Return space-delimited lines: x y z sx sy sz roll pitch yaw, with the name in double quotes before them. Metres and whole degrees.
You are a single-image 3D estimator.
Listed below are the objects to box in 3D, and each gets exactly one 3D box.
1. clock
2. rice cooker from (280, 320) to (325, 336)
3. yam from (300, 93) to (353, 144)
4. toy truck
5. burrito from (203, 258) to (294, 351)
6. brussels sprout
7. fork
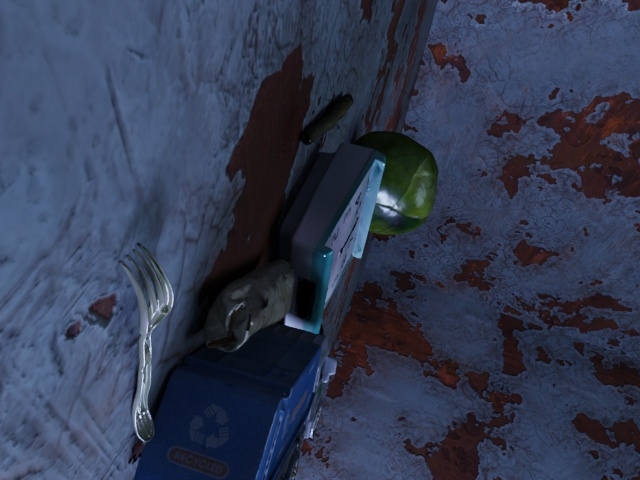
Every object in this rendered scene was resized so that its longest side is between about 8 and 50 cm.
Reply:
"clock" 0.000 0.000 0.874 0.262 0.116 0.231 97 20 -53
"rice cooker" -0.050 0.224 1.048 0.112 0.107 0.165 -23 121 -84
"yam" 0.016 -0.183 0.807 0.234 0.027 0.029 -58 155 -57
"toy truck" -0.079 0.207 0.652 0.367 0.146 0.175 -25 129 -79
"burrito" -0.080 0.074 0.624 0.226 0.061 0.086 -19 121 -79
"brussels sprout" 0.146 -0.117 1.208 0.271 0.220 0.210 140 -35 -64
"fork" -0.136 0.098 0.421 0.034 0.029 0.219 -67 171 -53
